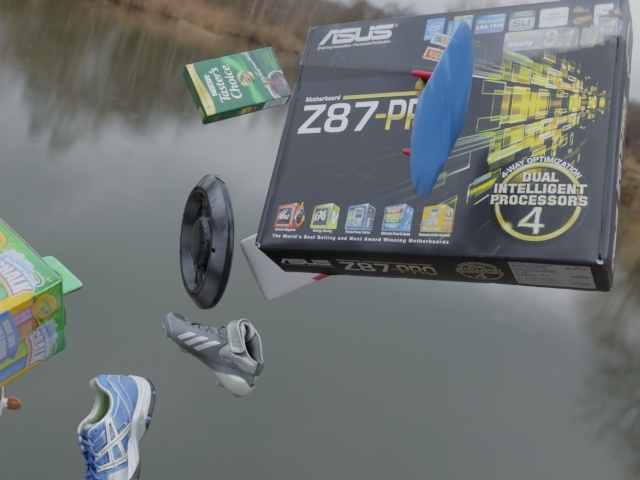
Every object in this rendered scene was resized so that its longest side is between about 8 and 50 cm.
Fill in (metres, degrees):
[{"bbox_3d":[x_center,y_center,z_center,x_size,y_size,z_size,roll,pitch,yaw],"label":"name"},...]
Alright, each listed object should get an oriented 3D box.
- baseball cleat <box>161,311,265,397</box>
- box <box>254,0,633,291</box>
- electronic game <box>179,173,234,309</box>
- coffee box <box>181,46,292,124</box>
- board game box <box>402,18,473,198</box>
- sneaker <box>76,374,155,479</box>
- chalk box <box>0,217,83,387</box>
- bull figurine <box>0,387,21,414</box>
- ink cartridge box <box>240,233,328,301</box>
[{"bbox_3d":[-0.159,0.150,1.216,0.206,0.109,0.072,36,13,28],"label":"baseball cleat"},{"bbox_3d":[0.144,-0.112,0.915,0.395,0.318,0.097,3,-23,27],"label":"box"},{"bbox_3d":[-0.191,0.002,1.330,0.048,0.229,0.229,3,21,-26],"label":"electronic game"},{"bbox_3d":[-0.157,-0.294,1.488,0.184,0.113,0.040,-18,-11,-26],"label":"coffee box"},{"bbox_3d":[0.102,-0.124,0.746,0.033,0.168,0.133,16,-31,22],"label":"board game box"},{"bbox_3d":[-0.277,0.272,1.005,0.080,0.211,0.081,-20,-35,41],"label":"sneaker"},{"bbox_3d":[-0.378,0.075,0.898,0.132,0.132,0.213,37,48,21],"label":"chalk box"},{"bbox_3d":[-0.566,0.180,1.185,0.101,0.188,0.310,-7,-12,15],"label":"bull figurine"},{"bbox_3d":[0.000,0.000,1.544,0.131,0.226,0.306,66,12,0],"label":"ink cartridge box"}]
